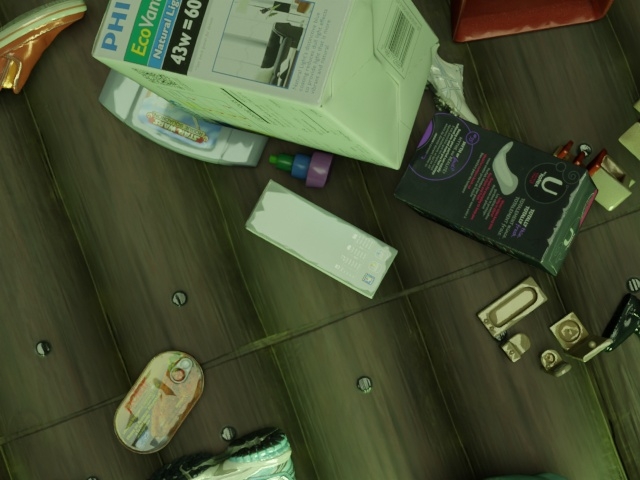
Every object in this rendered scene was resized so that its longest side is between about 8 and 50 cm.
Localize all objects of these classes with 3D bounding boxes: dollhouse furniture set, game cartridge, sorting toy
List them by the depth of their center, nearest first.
[{"bbox_3d":[0.520,-0.184,1.587,0.135,0.262,0.259,44,120,2],"label":"dollhouse furniture set"},{"bbox_3d":[0.371,0.147,1.630,0.144,0.123,0.151,-36,89,-1],"label":"dollhouse furniture set"},{"bbox_3d":[-0.009,-0.273,1.637,0.126,0.127,0.365,14,88,4],"label":"sorting toy"},{"bbox_3d":[-0.218,-0.247,1.670,0.297,0.062,0.198,22,85,0],"label":"game cartridge"}]

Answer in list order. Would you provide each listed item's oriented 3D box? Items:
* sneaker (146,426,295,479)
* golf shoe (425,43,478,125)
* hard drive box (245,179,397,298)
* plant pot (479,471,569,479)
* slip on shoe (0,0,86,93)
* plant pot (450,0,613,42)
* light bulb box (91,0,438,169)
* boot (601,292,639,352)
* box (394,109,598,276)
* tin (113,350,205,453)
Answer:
[{"bbox_3d":[-0.174,0.422,1.631,0.283,0.110,0.122,-19,101,3],"label":"sneaker"},{"bbox_3d":[0.225,-0.264,1.668,0.086,0.069,0.176,-41,91,-7],"label":"golf shoe"},{"bbox_3d":[0.000,0.000,1.602,0.232,0.181,0.089,29,88,-1],"label":"hard drive box"},{"bbox_3d":[0.339,0.496,1.566,0.196,0.293,0.293,-28,89,-27],"label":"plant pot"},{"bbox_3d":[-0.529,-0.303,1.646,0.331,0.123,0.101,-36,112,-1],"label":"slip on shoe"},{"bbox_3d":[0.338,-0.503,1.587,0.267,0.267,0.235,-10,78,-1],"label":"plant pot"},{"bbox_3d":[-0.065,-0.282,1.420,0.361,0.358,0.225,17,87,22],"label":"light bulb box"},{"bbox_3d":[0.548,0.159,1.674,0.099,0.045,0.121,30,88,-3],"label":"boot"},{"bbox_3d":[0.286,-0.077,1.577,0.270,0.143,0.165,27,90,26],"label":"box"},{"bbox_3d":[-0.275,0.275,1.666,0.106,0.040,0.189,35,89,-4],"label":"tin"}]
